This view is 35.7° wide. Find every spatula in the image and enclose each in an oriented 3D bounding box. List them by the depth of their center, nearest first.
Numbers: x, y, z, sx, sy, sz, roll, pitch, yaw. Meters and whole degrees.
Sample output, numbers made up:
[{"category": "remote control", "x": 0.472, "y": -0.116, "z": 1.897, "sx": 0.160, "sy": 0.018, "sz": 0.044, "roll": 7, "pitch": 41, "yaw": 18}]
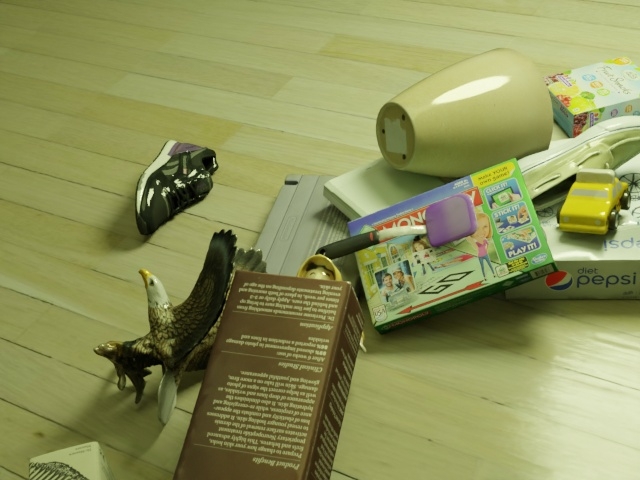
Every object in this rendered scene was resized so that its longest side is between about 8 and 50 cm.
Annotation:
[{"category": "spatula", "x": 0.125, "y": -0.011, "z": 1.702, "sx": 0.296, "sy": 0.030, "sz": 0.084, "roll": -15, "pitch": 64, "yaw": 18}]

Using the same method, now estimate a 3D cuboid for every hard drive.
[{"category": "hard drive", "x": 0.178, "y": -0.047, "z": 1.852, "sx": 0.203, "sy": 0.040, "sz": 0.307, "roll": -25, "pitch": 50, "yaw": -30}]

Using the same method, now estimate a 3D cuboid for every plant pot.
[{"category": "plant pot", "x": 0.251, "y": -0.219, "z": 1.888, "sx": 0.274, "sy": 0.257, "sz": 0.256, "roll": -15, "pitch": 36, "yaw": -29}]

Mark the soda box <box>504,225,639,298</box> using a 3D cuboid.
[{"category": "soda box", "x": 0.459, "y": 0.037, "z": 1.703, "sx": 0.286, "sy": 0.091, "sz": 0.098, "roll": 0, "pitch": 39, "yaw": 13}]

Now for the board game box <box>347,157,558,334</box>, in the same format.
[{"category": "board game box", "x": 0.218, "y": 0.010, "z": 1.697, "sx": 0.317, "sy": 0.046, "sz": 0.214, "roll": -22, "pitch": 59, "yaw": 13}]

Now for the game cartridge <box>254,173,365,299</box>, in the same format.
[{"category": "game cartridge", "x": 0.000, "y": 0.000, "z": 1.885, "sx": 0.230, "sy": 0.068, "sz": 0.355, "roll": 6, "pitch": 42, "yaw": 14}]

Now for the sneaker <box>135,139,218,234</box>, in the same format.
[{"category": "sneaker", "x": -0.293, "y": -0.116, "z": 2.065, "sx": 0.124, "sy": 0.107, "sz": 0.283, "roll": 6, "pitch": 41, "yaw": 11}]

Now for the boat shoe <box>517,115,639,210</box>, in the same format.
[{"category": "boat shoe", "x": 0.494, "y": -0.136, "z": 1.861, "sx": 0.302, "sy": 0.109, "sz": 0.094, "roll": -24, "pitch": 54, "yaw": -1}]

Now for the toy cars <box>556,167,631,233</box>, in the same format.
[{"category": "toy cars", "x": 0.573, "y": -0.103, "z": 1.752, "sx": 0.393, "sy": 0.087, "sz": 0.176, "roll": -13, "pitch": 24, "yaw": -17}]

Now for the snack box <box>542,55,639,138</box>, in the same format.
[{"category": "snack box", "x": 0.594, "y": -0.306, "z": 2.112, "sx": 0.207, "sy": 0.070, "sz": 0.174, "roll": -15, "pitch": 38, "yaw": -8}]

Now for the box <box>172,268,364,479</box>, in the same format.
[{"category": "box", "x": -0.069, "y": 0.244, "z": 1.442, "sx": 0.191, "sy": 0.143, "sz": 0.381, "roll": 6, "pitch": 60, "yaw": 17}]

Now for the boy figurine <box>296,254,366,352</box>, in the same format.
[{"category": "boy figurine", "x": -0.008, "y": 0.152, "z": 1.630, "sx": 0.177, "sy": 0.092, "sz": 0.285, "roll": 4, "pitch": 56, "yaw": 17}]

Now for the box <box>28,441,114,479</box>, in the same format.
[{"category": "box", "x": -0.350, "y": 0.426, "z": 1.410, "sx": 0.113, "sy": 0.094, "sz": 0.275, "roll": -15, "pitch": 38, "yaw": -5}]

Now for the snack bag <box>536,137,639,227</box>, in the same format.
[{"category": "snack bag", "x": 0.568, "y": -0.112, "z": 1.906, "sx": 0.342, "sy": 0.037, "sz": 0.323, "roll": -5, "pitch": 38, "yaw": 6}]

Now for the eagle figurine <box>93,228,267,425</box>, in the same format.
[{"category": "eagle figurine", "x": -0.214, "y": 0.127, "z": 1.622, "sx": 0.298, "sy": 0.225, "sz": 0.226, "roll": -28, "pitch": 31, "yaw": 1}]
